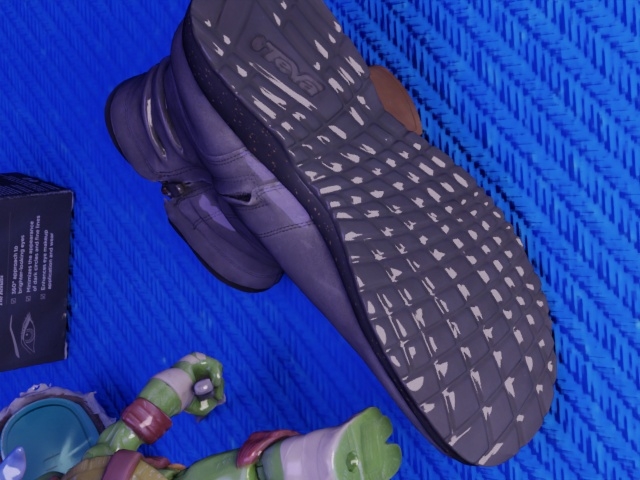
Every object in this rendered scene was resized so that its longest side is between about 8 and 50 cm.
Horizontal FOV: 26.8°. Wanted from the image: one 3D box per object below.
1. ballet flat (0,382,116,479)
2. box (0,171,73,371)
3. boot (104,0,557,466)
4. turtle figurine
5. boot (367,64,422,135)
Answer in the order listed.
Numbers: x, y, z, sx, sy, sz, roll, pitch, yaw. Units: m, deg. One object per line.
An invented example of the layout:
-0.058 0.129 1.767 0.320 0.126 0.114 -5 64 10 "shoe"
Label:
-0.162 0.313 1.089 0.147 0.147 0.409 -34 69 44 "ballet flat"
-0.302 0.029 1.142 0.093 0.158 0.156 19 109 43 "box"
0.000 0.000 0.865 0.338 0.118 0.223 59 153 4 "boot"
-0.054 0.181 0.900 0.266 0.275 0.198 -4 55 36 "turtle figurine"
0.012 -0.081 0.884 0.118 0.042 0.087 53 138 25 "boot"
